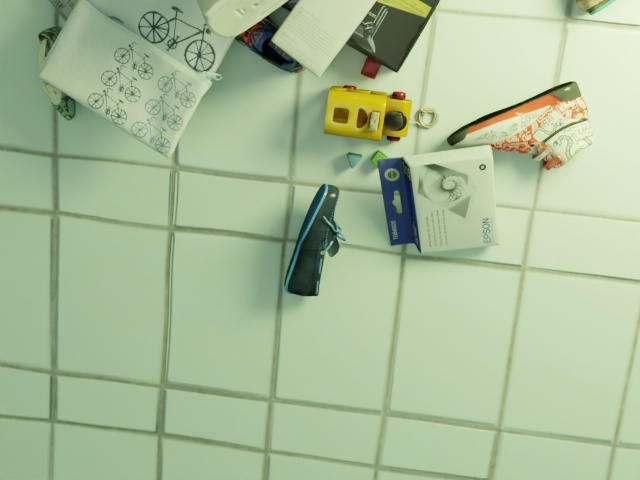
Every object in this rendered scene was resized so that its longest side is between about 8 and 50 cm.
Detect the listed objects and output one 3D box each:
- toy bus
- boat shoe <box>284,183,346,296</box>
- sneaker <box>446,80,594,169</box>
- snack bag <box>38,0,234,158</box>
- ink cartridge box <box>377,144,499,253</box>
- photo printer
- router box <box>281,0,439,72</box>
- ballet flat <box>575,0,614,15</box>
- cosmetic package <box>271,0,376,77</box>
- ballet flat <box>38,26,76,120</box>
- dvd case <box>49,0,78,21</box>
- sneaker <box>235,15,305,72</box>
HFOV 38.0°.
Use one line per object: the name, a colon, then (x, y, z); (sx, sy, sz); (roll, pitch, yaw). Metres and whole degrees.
toy bus: (0.102, -0.241, 1.816); (0.202, 0.104, 0.191); (-37, 99, 15)
boat shoe: (0.000, 0.000, 1.912); (0.089, 0.109, 0.258); (17, 124, -6)
sneaker: (0.393, -0.192, 1.805); (0.270, 0.090, 0.145); (-22, 100, 9)
snack bag: (-0.338, -0.382, 1.790); (0.323, 0.037, 0.342); (33, 100, 5)
ink cartridge box: (0.235, -0.074, 1.843); (0.224, 0.045, 0.223); (-6, 127, 9)
photo printer: (-0.137, -0.552, 1.680); (0.256, 0.107, 0.307); (-31, 59, 18)
router box: (0.075, -0.499, 1.756); (0.309, 0.081, 0.243); (30, 107, -3)
ballet flat: (0.599, -0.530, 1.681); (0.316, 0.107, 0.106); (-29, 94, 12)
cosmetic package: (0.024, -0.425, 1.698); (0.117, 0.085, 0.231); (38, 106, -5)
ballet flat: (-0.538, -0.334, 1.876); (0.070, 0.070, 0.188); (-3, 101, 7)
dvd case: (-0.399, -0.488, 1.838); (0.239, 0.029, 0.179); (-36, 99, 15)
sneaker: (-0.118, -0.401, 1.802); (0.221, 0.087, 0.083); (30, 106, -3)
